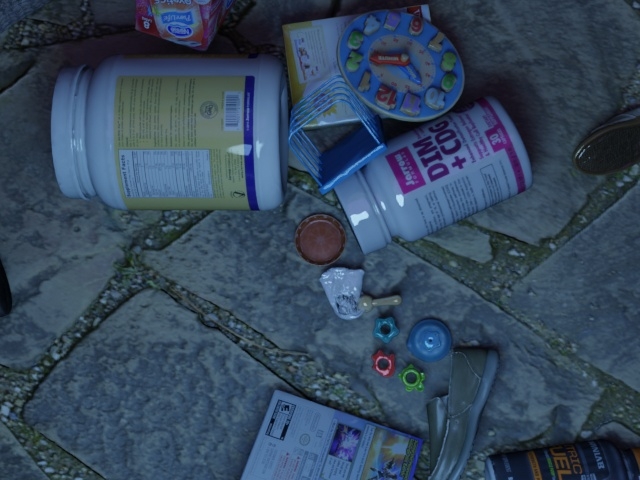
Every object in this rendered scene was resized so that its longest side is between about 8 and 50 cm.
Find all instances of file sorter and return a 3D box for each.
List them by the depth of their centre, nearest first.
[{"bbox_3d":[0.020,-0.166,1.697,0.118,0.170,0.104,-36,107,12],"label":"file sorter"}]

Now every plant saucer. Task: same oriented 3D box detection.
[{"bbox_3d":[0.000,0.000,1.800,0.083,0.013,0.084,0,85,2],"label":"plant saucer"}]

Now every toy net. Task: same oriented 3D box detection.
[{"bbox_3d":[0.089,0.133,1.772,0.232,0.045,0.122,35,89,6],"label":"toy net"}]

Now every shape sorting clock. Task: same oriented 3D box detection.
[{"bbox_3d":[0.124,-0.271,1.722,0.206,0.040,0.206,6,65,-13],"label":"shape sorting clock"}]

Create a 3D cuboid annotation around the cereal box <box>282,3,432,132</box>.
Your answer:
[{"bbox_3d":[0.068,-0.275,1.804,0.240,0.047,0.173,-7,86,1],"label":"cereal box"}]

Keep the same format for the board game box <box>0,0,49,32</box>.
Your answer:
[{"bbox_3d":[-0.534,-0.514,1.803,0.232,0.141,0.291,-32,84,-1],"label":"board game box"}]

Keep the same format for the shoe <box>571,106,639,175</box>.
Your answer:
[{"bbox_3d":[0.497,-0.167,1.778,0.219,0.058,0.077,-25,104,4],"label":"shoe"}]

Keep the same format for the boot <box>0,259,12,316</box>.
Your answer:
[{"bbox_3d":[-0.680,-0.005,1.773,0.284,0.138,0.378,-24,90,0],"label":"boot"}]

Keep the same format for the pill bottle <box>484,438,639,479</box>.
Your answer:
[{"bbox_3d":[0.378,0.371,1.694,0.245,0.130,0.131,-9,85,1],"label":"pill bottle"}]

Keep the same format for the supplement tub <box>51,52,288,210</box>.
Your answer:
[{"bbox_3d":[-0.219,-0.164,1.710,0.331,0.241,0.241,0,85,3],"label":"supplement tub"}]

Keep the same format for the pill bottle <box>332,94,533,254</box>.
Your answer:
[{"bbox_3d":[0.167,-0.095,1.727,0.283,0.160,0.160,-25,84,0],"label":"pill bottle"}]

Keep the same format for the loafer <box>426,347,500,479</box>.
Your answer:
[{"bbox_3d":[0.201,0.278,1.735,0.087,0.094,0.251,19,77,9],"label":"loafer"}]

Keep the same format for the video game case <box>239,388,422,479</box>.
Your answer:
[{"bbox_3d":[0.003,0.379,1.674,0.244,0.061,0.270,18,50,5],"label":"video game case"}]

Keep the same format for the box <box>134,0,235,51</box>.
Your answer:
[{"bbox_3d":[-0.183,-0.425,1.726,0.122,0.128,0.257,18,48,4],"label":"box"}]
